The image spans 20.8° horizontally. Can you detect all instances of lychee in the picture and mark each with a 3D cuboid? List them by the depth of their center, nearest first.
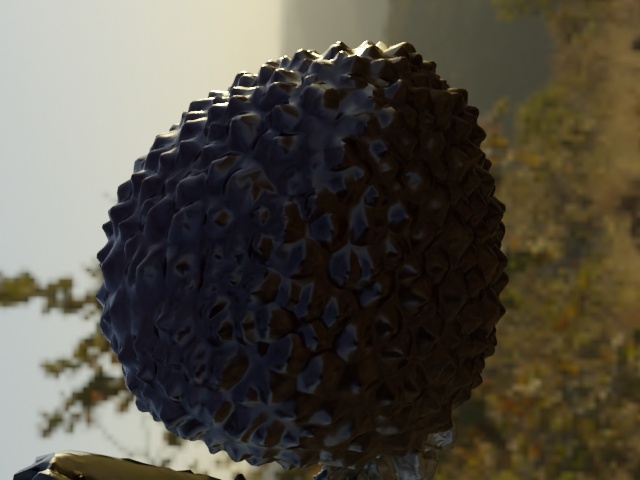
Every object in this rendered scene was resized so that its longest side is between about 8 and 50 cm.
[{"bbox_3d":[0.000,0.000,1.008,0.271,0.271,0.271,-179,90,-89],"label":"lychee"}]

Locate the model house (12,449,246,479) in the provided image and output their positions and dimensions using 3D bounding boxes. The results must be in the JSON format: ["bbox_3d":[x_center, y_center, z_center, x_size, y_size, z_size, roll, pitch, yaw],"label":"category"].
[{"bbox_3d":[-0.024,0.279,0.680,0.282,0.297,0.317,-56,-31,6],"label":"model house"}]

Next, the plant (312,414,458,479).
[{"bbox_3d":[0.038,0.133,1.250,0.122,0.104,0.117,36,-111,-63],"label":"plant"}]
